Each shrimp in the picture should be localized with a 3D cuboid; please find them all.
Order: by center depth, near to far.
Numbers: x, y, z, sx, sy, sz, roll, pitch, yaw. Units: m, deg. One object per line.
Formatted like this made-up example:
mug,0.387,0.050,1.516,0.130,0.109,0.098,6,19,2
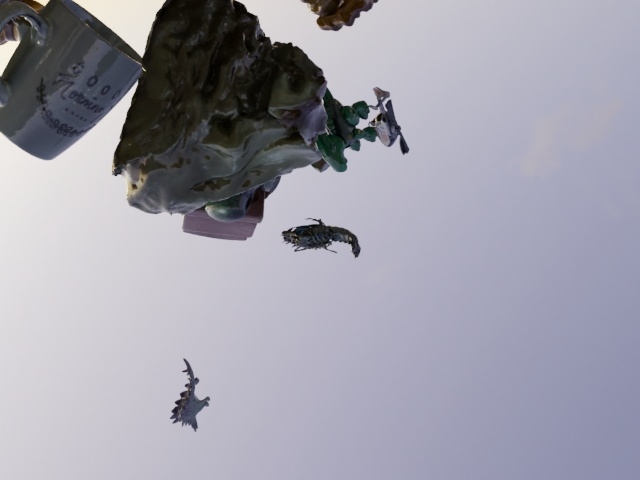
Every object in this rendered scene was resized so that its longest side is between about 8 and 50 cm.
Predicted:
shrimp,0.002,-0.003,1.834,0.174,0.082,0.076,9,-128,14

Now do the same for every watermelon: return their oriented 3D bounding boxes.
watermelon,0.009,-0.222,2.049,0.080,0.101,0.155,127,-17,-71

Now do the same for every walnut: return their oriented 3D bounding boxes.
walnut,0.042,-0.434,1.467,0.170,0.143,0.069,-36,173,35

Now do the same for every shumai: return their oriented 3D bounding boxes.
shumai,-0.097,-0.137,0.960,0.218,0.255,0.189,12,171,3

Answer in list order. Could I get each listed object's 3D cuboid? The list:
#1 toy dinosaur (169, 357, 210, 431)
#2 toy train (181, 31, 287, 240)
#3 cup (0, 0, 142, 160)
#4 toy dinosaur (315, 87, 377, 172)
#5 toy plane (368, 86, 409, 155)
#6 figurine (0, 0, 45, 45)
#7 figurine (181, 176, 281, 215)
toy dinosaur,-0.245,0.297,1.653,0.039,0.209,0.082,26,-134,25
toy train,-0.128,-0.155,1.248,0.150,0.304,0.221,7,160,-10
cup,-0.448,-0.272,1.437,0.234,0.258,0.186,-48,-124,6
toy dinosaur,0.020,-0.155,1.187,0.059,0.132,0.096,-29,172,40
toy plane,0.154,-0.285,2.085,0.078,0.197,0.053,23,-122,36
figurine,-0.634,-0.427,1.811,0.250,0.141,0.166,-37,-169,8
figurine,-0.239,-0.135,2.140,0.261,0.186,0.382,-49,-163,-24
